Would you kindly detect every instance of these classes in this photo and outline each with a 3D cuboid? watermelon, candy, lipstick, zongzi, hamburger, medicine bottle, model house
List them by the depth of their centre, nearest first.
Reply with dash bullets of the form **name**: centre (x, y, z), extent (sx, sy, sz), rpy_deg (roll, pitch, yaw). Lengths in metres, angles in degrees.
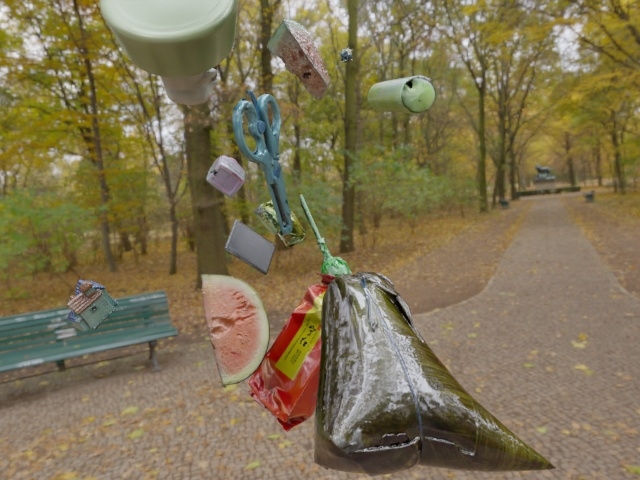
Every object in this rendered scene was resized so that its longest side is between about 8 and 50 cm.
- **zongzi**: centre (0.206, 0.252, 0.994), extent (0.431, 0.404, 0.208), rpy_deg (5, -41, -4)
- **lipstick**: centre (0.170, -0.319, 1.112), extent (0.076, 0.076, 0.304), rpy_deg (-6, 17, -7)
- **watermelon**: centre (-0.215, 0.226, 1.373), extent (0.159, 0.304, 0.128), rpy_deg (-15, -12, -3)
- **watermelon**: centre (-0.044, -0.550, 1.556), extent (0.094, 0.241, 0.154), rpy_deg (-31, 4, 35)
- **model house**: centre (-0.737, 0.182, 1.581), extent (0.119, 0.149, 0.148), rpy_deg (22, 52, 30)
- **candy**: centre (-0.001, 0.000, 1.595), extent (0.097, 0.324, 0.097), rpy_deg (-25, -9, -4)
- **medicine bottle**: centre (-0.345, -0.246, 1.857), extent (0.119, 0.094, 0.188), rpy_deg (36, 15, -20)
- **hamburger**: centre (-0.157, -0.079, 2.006), extent (0.214, 0.125, 0.235), rpy_deg (40, -12, 31)

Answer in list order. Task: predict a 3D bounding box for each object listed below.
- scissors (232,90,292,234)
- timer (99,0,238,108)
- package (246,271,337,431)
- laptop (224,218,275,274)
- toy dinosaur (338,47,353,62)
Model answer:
- **scissors**: centre (-0.122, -0.176, 1.240), extent (0.032, 0.393, 0.180), rpy_deg (7, 38, 28)
- **timer**: centre (-0.327, -0.454, 1.203), extent (0.290, 0.291, 0.315), rpy_deg (-6, -28, -6)
- **package**: centre (-0.026, 0.301, 1.410), extent (0.196, 0.424, 0.123), rpy_deg (27, -6, 36)
- **laptop**: centre (-0.236, 0.023, 1.714), extent (0.180, 0.129, 0.016), rpy_deg (35, -38, -27)
- **toy dinosaur**: centre (0.088, -0.641, 1.743), extent (0.030, 0.047, 0.083), rpy_deg (-13, 15, -18)
